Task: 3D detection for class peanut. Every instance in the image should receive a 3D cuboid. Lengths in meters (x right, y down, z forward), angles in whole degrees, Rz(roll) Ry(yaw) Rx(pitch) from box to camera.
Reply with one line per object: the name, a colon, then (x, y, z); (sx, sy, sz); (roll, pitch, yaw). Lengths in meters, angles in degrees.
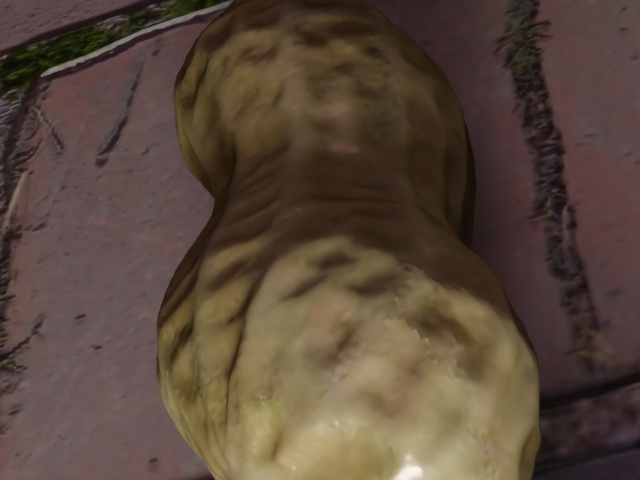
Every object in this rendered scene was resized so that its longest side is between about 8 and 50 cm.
peanut: (0.000, 0.000, 0.539); (0.136, 0.120, 0.298); (-16, 43, 8)
